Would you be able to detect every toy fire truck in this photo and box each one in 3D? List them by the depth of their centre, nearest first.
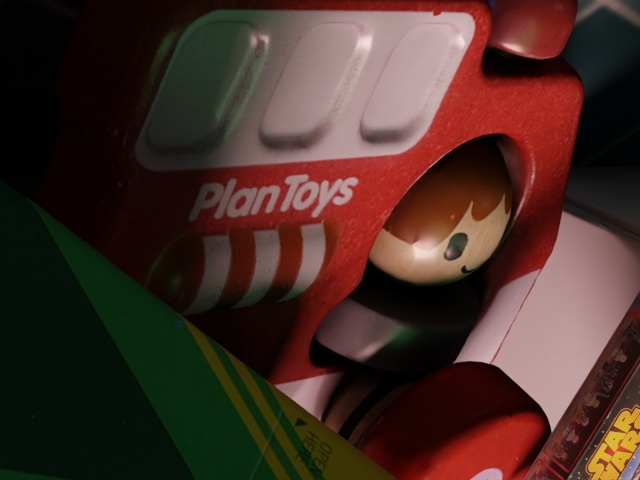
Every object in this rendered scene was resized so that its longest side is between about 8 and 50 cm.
[{"bbox_3d":[0.000,0.000,0.774,0.302,0.169,0.254,-6,132,-47],"label":"toy fire truck"}]

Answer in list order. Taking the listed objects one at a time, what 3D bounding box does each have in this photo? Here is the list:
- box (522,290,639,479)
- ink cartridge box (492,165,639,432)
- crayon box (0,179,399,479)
[{"bbox_3d":[0.151,0.073,0.824,0.094,0.027,0.137,29,95,-30],"label":"box"},{"bbox_3d":[0.210,0.165,1.020,0.285,0.166,0.395,-3,110,-36],"label":"ink cartridge box"},{"bbox_3d":[-0.167,0.112,0.648,0.313,0.106,0.363,38,139,-16],"label":"crayon box"}]
